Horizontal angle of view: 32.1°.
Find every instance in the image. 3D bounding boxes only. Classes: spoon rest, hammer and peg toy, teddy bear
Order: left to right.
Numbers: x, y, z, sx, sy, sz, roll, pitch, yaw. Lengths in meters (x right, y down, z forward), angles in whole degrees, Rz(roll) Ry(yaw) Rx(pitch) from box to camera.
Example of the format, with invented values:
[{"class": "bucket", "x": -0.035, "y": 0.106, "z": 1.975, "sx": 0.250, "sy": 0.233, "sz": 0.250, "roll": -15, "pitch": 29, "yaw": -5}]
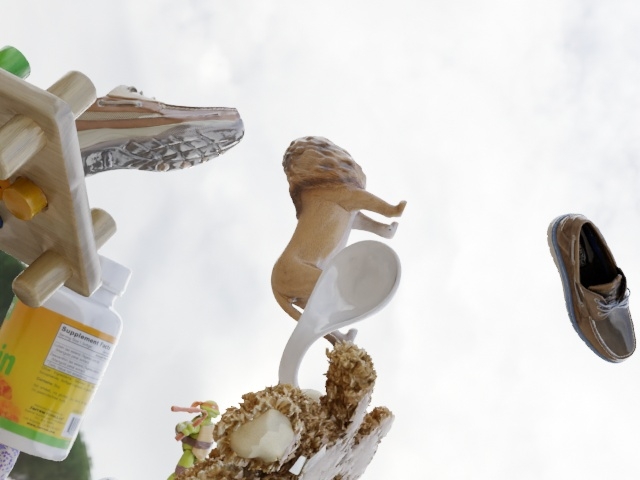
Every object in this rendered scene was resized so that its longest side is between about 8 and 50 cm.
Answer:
[{"class": "hammer and peg toy", "x": -0.369, "y": -0.101, "z": 1.085, "sx": 0.361, "sy": 0.127, "sz": 0.266, "roll": 26, "pitch": -37, "yaw": 19}, {"class": "teddy bear", "x": -0.045, "y": 0.210, "z": 1.165, "sx": 0.113, "sy": 0.338, "sz": 0.245, "roll": 35, "pitch": -63, "yaw": 23}, {"class": "spoon rest", "x": 0.023, "y": 0.117, "z": 1.697, "sx": 0.137, "sy": 0.084, "sz": 0.276, "roll": 27, "pitch": -99, "yaw": 40}]

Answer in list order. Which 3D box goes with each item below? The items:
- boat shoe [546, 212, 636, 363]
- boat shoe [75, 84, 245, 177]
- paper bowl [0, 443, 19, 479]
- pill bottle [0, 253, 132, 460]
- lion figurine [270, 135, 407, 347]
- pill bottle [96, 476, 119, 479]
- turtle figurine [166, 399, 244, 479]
[{"class": "boat shoe", "x": 0.310, "y": 0.057, "z": 1.245, "sx": 0.183, "sy": 0.066, "sz": 0.066, "roll": 63, "pitch": -12, "yaw": -5}, {"class": "boat shoe", "x": -0.268, "y": -0.165, "z": 1.561, "sx": 0.123, "sy": 0.324, "sz": 0.116, "roll": 120, "pitch": -39, "yaw": -63}, {"class": "paper bowl", "x": -0.567, "y": 0.246, "z": 1.532, "sx": 0.148, "sy": 0.284, "sz": 0.284, "roll": 22, "pitch": -67, "yaw": 52}, {"class": "pill bottle", "x": -0.325, "y": 0.130, "z": 1.353, "sx": 0.136, "sy": 0.136, "sz": 0.246, "roll": 9, "pitch": -106, "yaw": 54}, {"class": "lion figurine", "x": 0.000, "y": 0.000, "z": 1.945, "sx": 0.142, "sy": 0.240, "sz": 0.392, "roll": 105, "pitch": 6, "yaw": -62}, {"class": "pill bottle", "x": -0.237, "y": 0.440, "z": 1.499, "sx": 0.245, "sy": 0.130, "sz": 0.130, "roll": 33, "pitch": -56, "yaw": 23}, {"class": "turtle figurine", "x": -0.240, "y": 0.391, "z": 2.113, "sx": 0.087, "sy": 0.269, "sz": 0.217, "roll": 16, "pitch": -92, "yaw": 26}]
